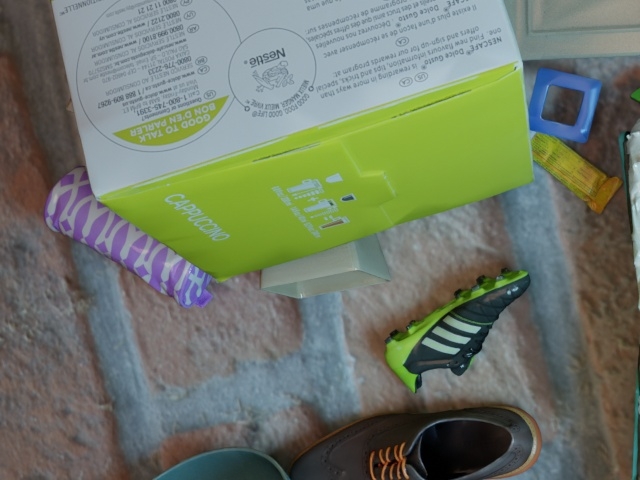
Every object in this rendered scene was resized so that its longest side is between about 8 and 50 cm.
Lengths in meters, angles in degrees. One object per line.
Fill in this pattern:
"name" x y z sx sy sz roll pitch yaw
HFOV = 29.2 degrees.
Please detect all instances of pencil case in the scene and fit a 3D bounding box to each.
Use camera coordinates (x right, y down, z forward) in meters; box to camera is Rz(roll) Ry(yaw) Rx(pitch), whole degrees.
"pencil case" -0.209 -0.004 1.351 0.206 0.086 0.088 29 136 18

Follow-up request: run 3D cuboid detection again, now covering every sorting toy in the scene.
"sorting toy" 0.268 -0.269 1.189 0.196 0.047 0.347 0 95 13

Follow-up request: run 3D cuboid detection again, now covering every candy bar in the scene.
"candy bar" 0.226 -0.090 1.226 0.161 0.018 0.040 39 101 14

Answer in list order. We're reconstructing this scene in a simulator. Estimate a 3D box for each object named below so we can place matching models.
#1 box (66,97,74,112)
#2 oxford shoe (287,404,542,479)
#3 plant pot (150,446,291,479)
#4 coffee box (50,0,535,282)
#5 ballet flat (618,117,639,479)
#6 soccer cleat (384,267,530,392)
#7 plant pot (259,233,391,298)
"box" -0.195 -0.234 1.346 0.087 0.058 0.232 23 99 16
"oxford shoe" 0.082 0.215 1.244 0.271 0.098 0.097 -17 76 18
"plant pot" -0.098 0.386 1.255 0.290 0.290 0.195 -27 119 18
"coffee box" -0.021 -0.189 1.083 0.338 0.337 0.334 -17 75 7
"ballet flat" 0.346 0.082 1.125 0.147 0.147 0.409 -1 93 19
"soccer cleat" 0.146 0.091 1.248 0.179 0.060 0.072 -34 91 24
"plant pot" 0.000 0.000 1.270 0.109 0.109 0.096 -12 78 19
